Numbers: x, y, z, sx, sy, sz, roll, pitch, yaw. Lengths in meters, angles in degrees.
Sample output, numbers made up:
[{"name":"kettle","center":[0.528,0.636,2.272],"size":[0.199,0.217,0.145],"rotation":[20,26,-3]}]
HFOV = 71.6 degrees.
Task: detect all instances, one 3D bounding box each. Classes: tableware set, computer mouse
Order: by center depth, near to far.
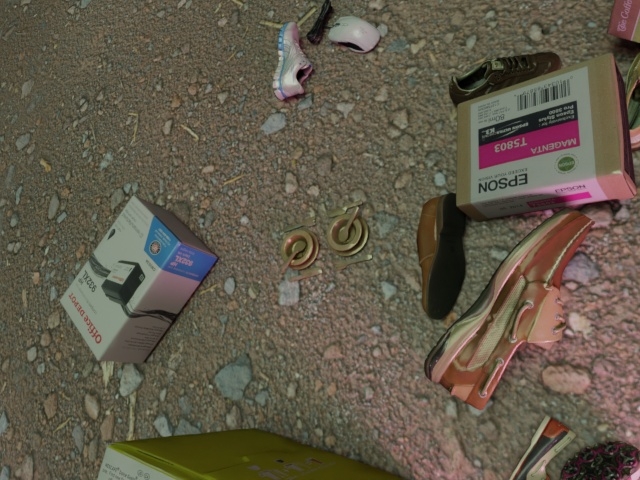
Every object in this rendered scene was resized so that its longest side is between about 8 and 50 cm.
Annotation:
[{"name":"tableware set","center":[0.000,0.000,0.877],"size":[0.194,0.039,0.128],"rotation":[-18,66,22]},{"name":"computer mouse","center":[0.052,-0.485,1.009],"size":[0.193,0.042,0.106],"rotation":[33,89,32]}]

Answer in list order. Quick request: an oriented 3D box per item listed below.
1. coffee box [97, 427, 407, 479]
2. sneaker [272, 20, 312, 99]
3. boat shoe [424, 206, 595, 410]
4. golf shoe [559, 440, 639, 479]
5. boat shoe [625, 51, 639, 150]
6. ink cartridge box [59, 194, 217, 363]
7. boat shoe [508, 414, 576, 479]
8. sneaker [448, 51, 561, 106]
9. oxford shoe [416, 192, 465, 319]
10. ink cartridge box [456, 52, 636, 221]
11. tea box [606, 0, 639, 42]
[{"name":"coffee box","center":[-0.088,0.471,0.590],"size":[0.338,0.337,0.334],"rotation":[5,75,29]},{"name":"sneaker","center":[-0.056,-0.422,1.038],"size":[0.082,0.071,0.191],"rotation":[1,82,22]},{"name":"boat shoe","center":[0.292,0.107,0.650],"size":[0.120,0.122,0.324],"rotation":[41,103,27]},{"name":"golf shoe","center":[0.347,0.340,0.574],"size":[0.186,0.067,0.086],"rotation":[-40,101,-3]},{"name":"boat shoe","center":[0.499,-0.233,0.670],"size":[0.068,0.072,0.190],"rotation":[15,81,31]},{"name":"ink cartridge box","center":[-0.420,0.089,1.016],"size":[0.223,0.129,0.307],"rotation":[37,93,32]},{"name":"boat shoe","center":[0.298,0.310,0.612],"size":[0.043,0.049,0.137],"rotation":[31,85,30]},{"name":"sneaker","center":[0.323,-0.290,0.783],"size":[0.188,0.071,0.066],"rotation":[-17,66,23]},{"name":"oxford shoe","center":[0.197,0.028,0.758],"size":[0.076,0.076,0.212],"rotation":[-9,69,57]},{"name":"ink cartridge box","center":[0.335,-0.147,0.689],"size":[0.234,0.088,0.193],"rotation":[-10,67,41]},{"name":"tea box","center":[0.627,-0.416,0.557],"size":[0.323,0.220,0.329],"rotation":[35,83,33]}]
